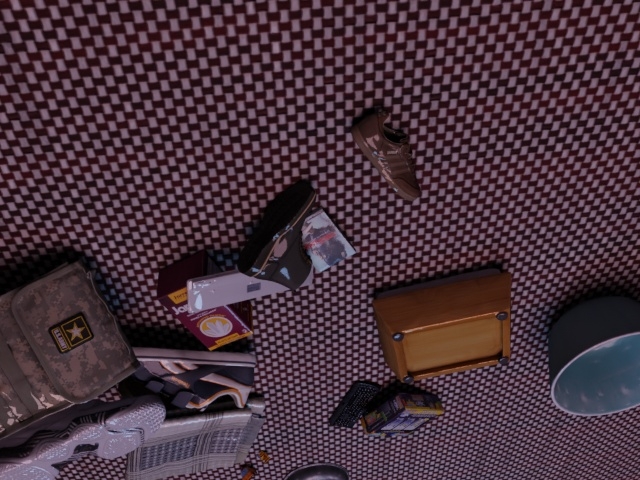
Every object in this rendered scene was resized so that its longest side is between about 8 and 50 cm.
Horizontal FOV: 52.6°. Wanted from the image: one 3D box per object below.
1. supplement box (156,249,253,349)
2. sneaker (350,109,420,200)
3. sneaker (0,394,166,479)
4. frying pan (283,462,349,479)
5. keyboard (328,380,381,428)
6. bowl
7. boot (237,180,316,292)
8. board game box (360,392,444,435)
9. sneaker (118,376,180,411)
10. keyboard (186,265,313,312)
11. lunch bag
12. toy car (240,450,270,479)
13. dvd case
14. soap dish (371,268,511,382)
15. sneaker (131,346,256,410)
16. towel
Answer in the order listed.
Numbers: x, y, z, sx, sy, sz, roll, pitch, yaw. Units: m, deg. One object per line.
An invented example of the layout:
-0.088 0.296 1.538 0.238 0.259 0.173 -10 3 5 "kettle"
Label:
-0.221 0.120 1.260 0.104 0.080 0.188 -23 132 13 "supplement box"
0.129 -0.138 1.082 0.071 0.066 0.188 -33 130 20 "sneaker"
-0.524 0.370 1.381 0.366 0.210 0.137 -22 135 -9 "sneaker"
-0.049 0.755 1.919 0.197 0.053 0.326 26 121 -28 "frying pan"
0.099 0.427 1.634 0.100 0.038 0.192 11 131 -19 "keyboard"
0.643 0.241 1.458 0.312 0.163 0.311 -5 134 -5 "bowl"
-0.043 -0.003 1.175 0.137 0.077 0.198 28 110 -39 "boot"
0.206 0.438 1.626 0.170 0.048 0.141 17 129 -45 "board game box"
-0.412 0.385 1.492 0.086 0.064 0.192 -32 133 14 "sneaker"
-0.126 0.079 1.216 0.256 0.014 0.072 -11 128 -27 "keyboard"
-0.503 0.192 1.175 0.287 0.169 0.235 -26 96 2 "lunch bag"
-0.179 0.616 1.783 0.040 0.060 0.122 41 104 12 "toy car"
0.000 0.000 1.215 0.087 0.013 0.119 -29 119 17 "dvd case"
0.269 0.188 1.378 0.291 0.118 0.229 -12 134 4 "soap dish"
-0.295 0.289 1.355 0.321 0.127 0.126 7 168 -16 "sneaker"
-0.303 0.498 1.578 0.324 0.056 0.312 -3 136 -25 "towel"
